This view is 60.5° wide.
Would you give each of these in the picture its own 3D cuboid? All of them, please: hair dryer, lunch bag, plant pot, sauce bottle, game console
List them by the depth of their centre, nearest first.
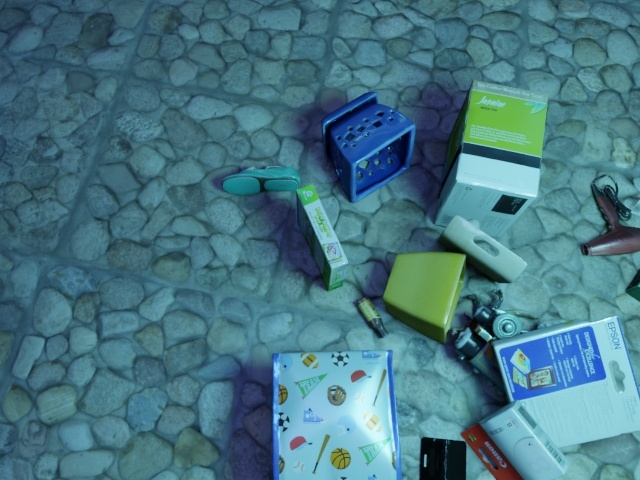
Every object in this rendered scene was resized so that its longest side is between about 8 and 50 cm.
[{"bbox_3d":[0.033,0.496,1.415,0.327,0.239,0.386,-3,64,-3],"label":"lunch bag"},{"bbox_3d":[0.334,0.604,1.493,0.107,0.071,0.122,-5,68,30],"label":"game console"},{"bbox_3d":[0.290,0.145,1.555,0.187,0.212,0.212,16,72,18],"label":"plant pot"},{"bbox_3d":[0.155,0.226,1.605,0.042,0.042,0.128,-31,77,-10],"label":"sauce bottle"},{"bbox_3d":[0.131,-0.296,1.686,0.236,0.236,0.212,-33,68,-11],"label":"plant pot"},{"bbox_3d":[0.904,-0.052,1.695,0.223,0.080,0.293,32,68,26],"label":"hair dryer"}]

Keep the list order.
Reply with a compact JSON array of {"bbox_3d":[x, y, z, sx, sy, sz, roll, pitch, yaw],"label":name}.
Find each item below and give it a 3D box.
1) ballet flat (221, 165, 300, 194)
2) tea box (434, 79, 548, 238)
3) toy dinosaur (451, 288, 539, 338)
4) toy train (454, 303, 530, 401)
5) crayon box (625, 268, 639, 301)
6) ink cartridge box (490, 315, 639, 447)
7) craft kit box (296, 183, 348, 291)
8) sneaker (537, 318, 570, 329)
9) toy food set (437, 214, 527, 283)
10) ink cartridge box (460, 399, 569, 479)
[{"bbox_3d":[-0.186,-0.195,1.736,0.247,0.083,0.087,-2,47,-1],"label":"ballet flat"},{"bbox_3d":[0.487,-0.225,1.604,0.219,0.329,0.324,13,71,5],"label":"tea box"},{"bbox_3d":[0.491,0.207,1.601,0.268,0.064,0.118,-14,86,-5],"label":"toy dinosaur"},{"bbox_3d":[0.528,0.331,1.500,0.334,0.142,0.190,40,92,3],"label":"toy train"},{"bbox_3d":[1.100,0.161,1.603,0.323,0.083,0.203,37,75,11],"label":"crayon box"},{"bbox_3d":[0.626,0.364,1.394,0.307,0.072,0.304,-17,94,8],"label":"ink cartridge box"},{"bbox_3d":[0.000,0.000,1.571,0.060,0.250,0.247,-19,73,-8],"label":"craft kit box"},{"bbox_3d":[0.648,0.257,1.519,0.094,0.212,0.080,19,98,22],"label":"sneaker"},{"bbox_3d":[0.450,0.020,1.543,0.219,0.306,0.092,36,92,11],"label":"toy food set"},{"bbox_3d":[0.481,0.540,1.404,0.066,0.232,0.189,-20,67,-49],"label":"ink cartridge box"}]
